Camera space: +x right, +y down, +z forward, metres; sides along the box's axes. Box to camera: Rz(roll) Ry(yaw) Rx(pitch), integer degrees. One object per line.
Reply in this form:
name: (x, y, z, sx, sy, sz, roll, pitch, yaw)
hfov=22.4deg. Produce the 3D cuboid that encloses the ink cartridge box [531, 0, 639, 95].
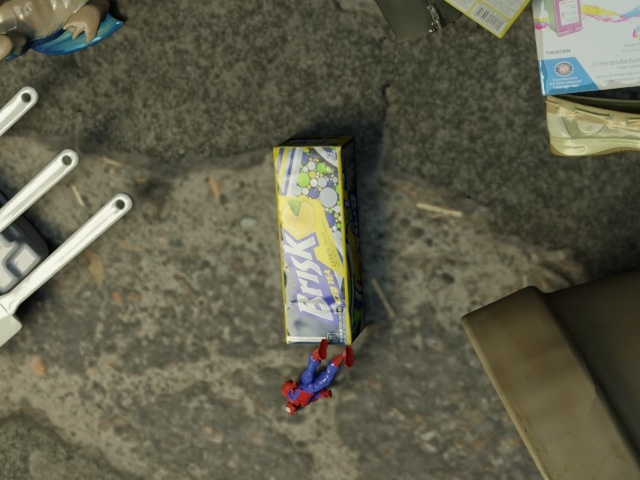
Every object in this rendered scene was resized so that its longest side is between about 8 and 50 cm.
ink cartridge box: (0.208, -0.178, 1.241, 0.089, 0.052, 0.122, -5, 100, 17)

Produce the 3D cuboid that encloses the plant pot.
plant pot: (0.299, 0.137, 1.181, 0.280, 0.323, 0.323, -27, 95, 4)

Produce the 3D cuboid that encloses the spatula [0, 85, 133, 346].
spatula: (-0.287, -0.011, 1.386, 0.242, 0.019, 0.168, -40, 89, 21)

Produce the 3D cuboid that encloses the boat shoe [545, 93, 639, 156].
boat shoe: (0.250, -0.097, 1.248, 0.153, 0.056, 0.048, -3, 107, 24)

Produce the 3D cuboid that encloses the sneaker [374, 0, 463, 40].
sneaker: (0.121, -0.255, 1.246, 0.222, 0.083, 0.118, -31, 114, 12)

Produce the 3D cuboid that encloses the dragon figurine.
dragon figurine: (-0.219, -0.196, 1.338, 0.289, 0.144, 0.085, -22, 99, 2)

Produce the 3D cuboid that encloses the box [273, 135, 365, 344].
box: (0.000, 0.000, 1.342, 0.059, 0.054, 0.169, 0, 103, 15)

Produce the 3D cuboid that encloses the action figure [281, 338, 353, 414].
action figure: (-0.007, 0.120, 1.364, 0.038, 0.030, 0.115, 12, 150, -15)

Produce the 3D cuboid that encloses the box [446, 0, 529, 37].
box: (0.143, -0.250, 1.177, 0.105, 0.043, 0.179, 33, 112, -14)

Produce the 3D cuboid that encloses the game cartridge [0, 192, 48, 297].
game cartridge: (-0.405, -0.027, 1.453, 0.294, 0.060, 0.196, 46, 107, 2)
